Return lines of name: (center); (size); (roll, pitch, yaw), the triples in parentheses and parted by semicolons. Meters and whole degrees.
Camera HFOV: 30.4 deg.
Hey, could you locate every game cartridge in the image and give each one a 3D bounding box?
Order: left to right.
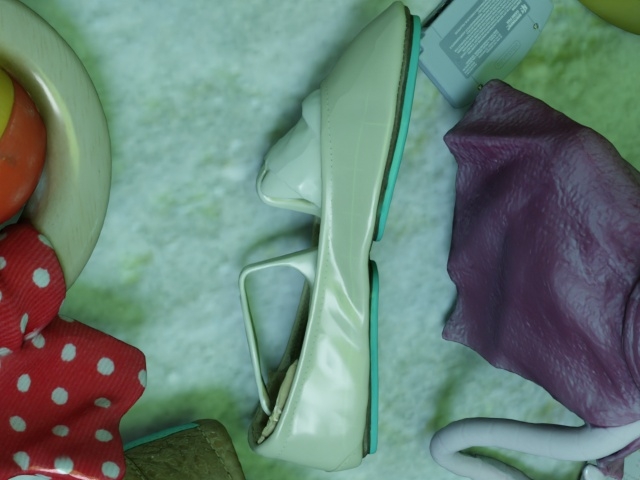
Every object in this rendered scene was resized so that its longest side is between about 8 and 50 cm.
game cartridge: (0.090, -0.116, 0.653); (0.083, 0.017, 0.056); (-47, 110, -10)

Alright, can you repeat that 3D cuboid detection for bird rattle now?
bird rattle: (-0.163, -0.012, 0.504); (0.253, 0.143, 0.207); (32, 69, -28)

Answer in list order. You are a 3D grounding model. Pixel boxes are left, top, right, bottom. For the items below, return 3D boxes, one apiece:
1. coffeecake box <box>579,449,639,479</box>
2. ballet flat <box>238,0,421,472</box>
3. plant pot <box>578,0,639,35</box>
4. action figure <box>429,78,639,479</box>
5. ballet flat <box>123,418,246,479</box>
coffeecake box: (0.241, 0.159, 0.739); (0.142, 0.068, 0.185); (22, 90, -26)
ballet flat: (0.000, 0.000, 0.604); (0.086, 0.086, 0.248); (2, 99, -24)
plant pot: (0.259, -0.227, 0.586); (0.254, 0.239, 0.254); (-4, 100, -23)
action figure: (0.170, 0.043, 0.521); (0.248, 0.370, 0.275); (25, 93, -23)
ballet flat: (-0.016, 0.238, 0.632); (0.124, 0.116, 0.342); (-39, 110, -34)
